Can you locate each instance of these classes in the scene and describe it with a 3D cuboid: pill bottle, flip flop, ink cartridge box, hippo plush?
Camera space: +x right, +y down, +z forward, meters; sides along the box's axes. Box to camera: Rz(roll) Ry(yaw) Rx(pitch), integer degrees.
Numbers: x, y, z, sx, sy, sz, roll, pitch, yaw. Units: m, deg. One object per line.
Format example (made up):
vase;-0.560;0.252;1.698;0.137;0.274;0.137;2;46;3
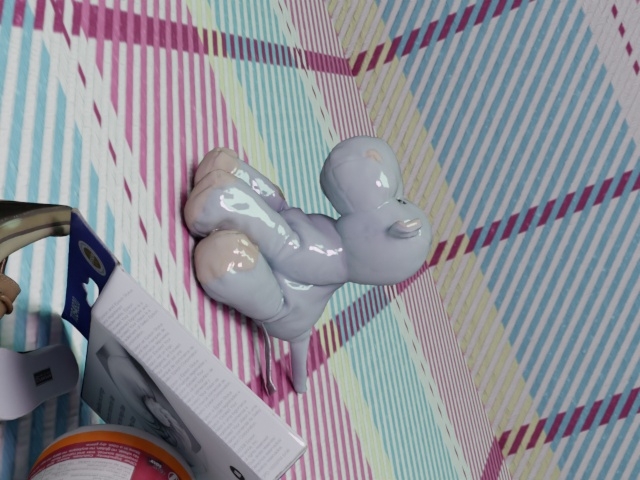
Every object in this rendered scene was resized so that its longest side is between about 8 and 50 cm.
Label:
pill bottle;-0.149;0.222;0.728;0.221;0.121;0.121;-82;147;-63
flip flop;-0.238;0.027;0.748;0.277;0.112;0.080;-71;164;-72
ink cartridge box;-0.121;0.107;0.851;0.224;0.045;0.223;44;-25;8
hippo plush;0.000;0.000;1.344;0.234;0.237;0.294;19;51;-72

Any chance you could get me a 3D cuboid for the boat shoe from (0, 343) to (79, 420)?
boat shoe;-0.217;0.099;0.820;0.142;0.040;0.049;3;75;-74
